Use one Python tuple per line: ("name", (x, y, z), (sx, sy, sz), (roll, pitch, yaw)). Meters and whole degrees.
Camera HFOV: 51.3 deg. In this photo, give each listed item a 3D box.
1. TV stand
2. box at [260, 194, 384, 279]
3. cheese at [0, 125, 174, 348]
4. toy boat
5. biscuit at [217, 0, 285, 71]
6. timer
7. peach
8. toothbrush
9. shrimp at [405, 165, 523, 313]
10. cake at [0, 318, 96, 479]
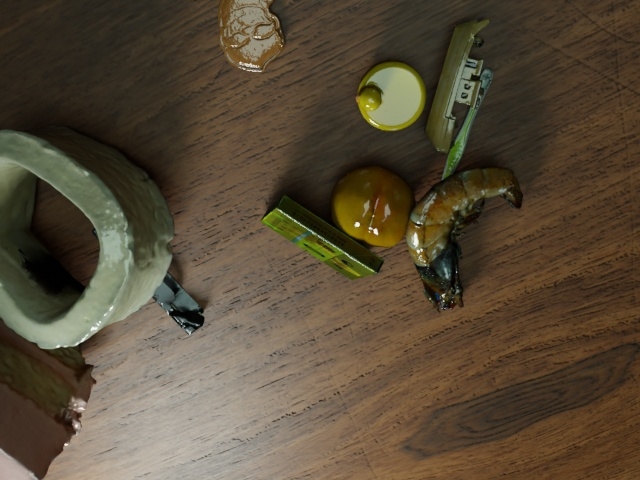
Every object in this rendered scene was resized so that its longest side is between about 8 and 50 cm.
("TV stand", (-0.297, 0.062, 1.166), (0.036, 0.042, 0.249), (-36, 106, 17))
("box", (0.000, 0.000, 1.094), (0.193, 0.121, 0.030), (33, 74, -10))
("cheese", (-0.413, -0.014, 1.048), (0.332, 0.153, 0.292), (43, 108, 5))
("toy boat", (0.215, -0.236, 1.016), (0.072, 0.064, 0.206), (18, 109, 8))
("biscuit", (-0.108, -0.324, 1.021), (0.102, 0.019, 0.131), (-5, 112, 5))
("timer", (0.106, -0.218, 1.006), (0.107, 0.109, 0.107), (1, 111, 1))
("peach", (0.084, -0.055, 1.062), (0.138, 0.138, 0.138), (1, 111, 2))
("toothbrush", (0.221, -0.148, 1.074), (0.022, 0.026, 0.263), (23, 111, 11))
("shrimp", (0.242, -0.004, 1.094), (0.222, 0.054, 0.290), (-29, 135, -14))
("cake", (-0.583, 0.297, 1.126), (0.314, 0.307, 0.293), (-41, 106, 16))
